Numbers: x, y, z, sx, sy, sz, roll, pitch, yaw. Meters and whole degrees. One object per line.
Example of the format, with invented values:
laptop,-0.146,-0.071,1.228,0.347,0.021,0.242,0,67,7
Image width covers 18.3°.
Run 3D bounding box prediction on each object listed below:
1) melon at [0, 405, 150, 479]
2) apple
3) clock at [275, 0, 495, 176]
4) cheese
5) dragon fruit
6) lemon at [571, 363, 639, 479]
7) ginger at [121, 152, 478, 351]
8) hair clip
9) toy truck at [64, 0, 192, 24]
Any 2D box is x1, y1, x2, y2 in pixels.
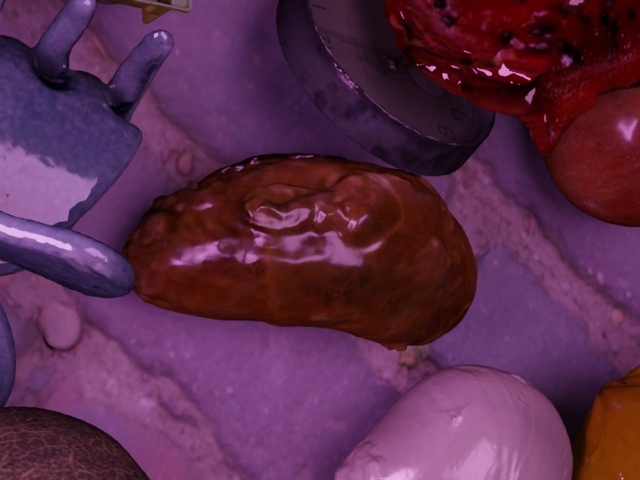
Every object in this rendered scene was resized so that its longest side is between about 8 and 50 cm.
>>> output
melon,-0.256,0.247,1.417,0.301,0.237,0.238,-27,102,-28
apple,0.299,-0.103,1.848,0.188,0.174,0.188,4,84,-37
clock,0.059,-0.151,1.699,0.215,0.042,0.215,29,38,-25
cheese,0.129,0.201,1.731,0.198,0.154,0.189,44,60,-23
dragon fruit,0.173,-0.195,1.731,0.228,0.286,0.329,49,49,-48
lemon,0.375,0.255,1.801,0.336,0.336,0.336,2,86,-34
ginger,0.000,0.000,1.651,0.321,0.172,0.165,11,42,-30
hair clip,-0.288,-0.074,1.389,0.318,0.392,0.238,24,63,-14
toy truck,-0.171,-0.302,1.574,0.128,0.135,0.260,7,77,-33
